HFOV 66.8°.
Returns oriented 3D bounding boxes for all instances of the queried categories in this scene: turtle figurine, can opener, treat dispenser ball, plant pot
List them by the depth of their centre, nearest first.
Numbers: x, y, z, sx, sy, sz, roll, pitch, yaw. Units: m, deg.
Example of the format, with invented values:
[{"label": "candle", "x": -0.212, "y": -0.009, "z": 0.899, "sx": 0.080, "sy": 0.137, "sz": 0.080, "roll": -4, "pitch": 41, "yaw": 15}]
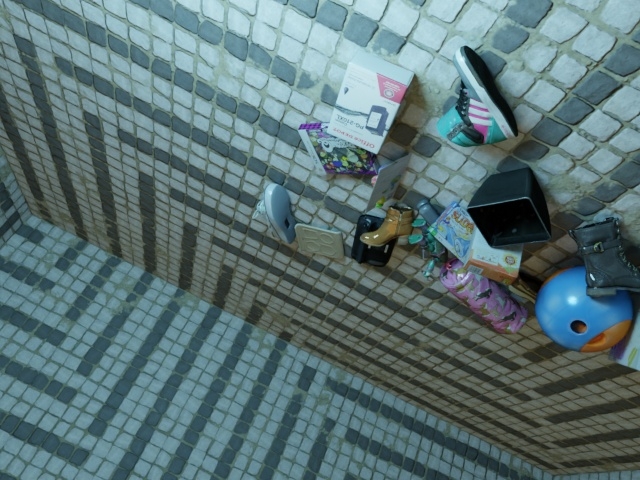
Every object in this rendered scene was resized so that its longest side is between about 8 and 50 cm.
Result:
[{"label": "plant pot", "x": 0.577, "y": -0.108, "z": 1.456, "sx": 0.187, "sy": 0.167, "sz": 0.188, "roll": -9, "pitch": 133, "yaw": 43}, {"label": "treat dispenser ball", "x": 0.872, "y": 0.227, "z": 1.619, "sx": 0.288, "sy": 0.288, "sz": 0.288, "roll": 18, "pitch": 147, "yaw": 12}, {"label": "can opener", "x": 0.460, "y": -0.050, "z": 1.731, "sx": 0.095, "sy": 0.076, "sz": 0.283, "roll": -37, "pitch": 117, "yaw": 19}, {"label": "turtle figurine", "x": 0.408, "y": 0.035, "z": 1.792, "sx": 0.118, "sy": 0.175, "sz": 0.234, "roll": -23, "pitch": 127, "yaw": 23}]

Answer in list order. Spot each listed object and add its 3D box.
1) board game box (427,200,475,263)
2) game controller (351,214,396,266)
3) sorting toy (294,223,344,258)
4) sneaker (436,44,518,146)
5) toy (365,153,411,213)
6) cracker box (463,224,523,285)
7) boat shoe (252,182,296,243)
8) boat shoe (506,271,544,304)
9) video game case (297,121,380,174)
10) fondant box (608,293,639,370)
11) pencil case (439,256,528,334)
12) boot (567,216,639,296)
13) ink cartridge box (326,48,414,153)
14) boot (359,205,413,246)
[{"label": "board game box", "x": 0.485, "y": -0.022, "z": 1.684, "sx": 0.201, "sy": 0.136, "sz": 0.035, "roll": 38, "pitch": -173, "yaw": -20}, {"label": "game controller", "x": 0.219, "y": 0.008, "z": 1.982, "sx": 0.166, "sy": 0.067, "sz": 0.319, "roll": 8, "pitch": 147, "yaw": 1}, {"label": "sorting toy", "x": 0.000, "y": 0.000, "z": 2.135, "sx": 0.208, "sy": 0.038, "sz": 0.193, "roll": 10, "pitch": 145, "yaw": 16}, {"label": "sneaker", "x": 0.379, "y": -0.357, "z": 1.286, "sx": 0.178, "sy": 0.123, "sz": 0.295, "roll": -20, "pitch": 128, "yaw": 37}, {"label": "toy", "x": 0.212, "y": -0.201, "z": 1.638, "sx": 0.056, "sy": 0.137, "sz": 0.237, "roll": 49, "pitch": 154, "yaw": 24}, {"label": "cracker box", "x": 0.569, "y": 0.014, "z": 1.573, "sx": 0.156, "sy": 0.232, "sz": 0.067, "roll": 21, "pitch": 149, "yaw": 8}, {"label": "boat shoe", "x": -0.208, "y": -0.121, "z": 2.028, "sx": 0.156, "sy": 0.135, "sz": 0.367, "roll": 17, "pitch": 157, "yaw": 19}, {"label": "boat shoe", "x": 0.824, "y": 0.193, "z": 1.790, "sx": 0.257, "sy": 0.095, "sz": 0.095, "roll": 23, "pitch": 142, "yaw": 4}, {"label": "video game case", "x": 0.064, "y": -0.309, "z": 1.636, "sx": 0.232, "sy": 0.042, "sz": 0.210, "roll": 4, "pitch": 144, "yaw": 30}, {"label": "fondant box", "x": 1.035, "y": 0.295, "z": 1.532, "sx": 0.096, "sy": 0.238, "sz": 0.330, "roll": 15, "pitch": 177, "yaw": 17}, {"label": "pencil case", "x": 0.633, "y": 0.210, "z": 1.871, "sx": 0.386, "sy": 0.167, "sz": 0.160, "roll": 39, "pitch": 167, "yaw": -21}, {"label": "boot", "x": 0.892, "y": 0.041, "z": 1.447, "sx": 0.263, "sy": 0.229, "sz": 0.091, "roll": -10, "pitch": -179, "yaw": 3}, {"label": "ink cartridge box", "x": 0.137, "y": -0.388, "z": 1.382, "sx": 0.172, "sy": 0.100, "sz": 0.237, "roll": 24, "pitch": 137, "yaw": 2}, {"label": "boot", "x": 0.246, "y": -0.058, "z": 1.799, "sx": 0.197, "sy": 0.073, "sz": 0.152, "roll": -2, "pitch": 125, "yaw": -3}]
